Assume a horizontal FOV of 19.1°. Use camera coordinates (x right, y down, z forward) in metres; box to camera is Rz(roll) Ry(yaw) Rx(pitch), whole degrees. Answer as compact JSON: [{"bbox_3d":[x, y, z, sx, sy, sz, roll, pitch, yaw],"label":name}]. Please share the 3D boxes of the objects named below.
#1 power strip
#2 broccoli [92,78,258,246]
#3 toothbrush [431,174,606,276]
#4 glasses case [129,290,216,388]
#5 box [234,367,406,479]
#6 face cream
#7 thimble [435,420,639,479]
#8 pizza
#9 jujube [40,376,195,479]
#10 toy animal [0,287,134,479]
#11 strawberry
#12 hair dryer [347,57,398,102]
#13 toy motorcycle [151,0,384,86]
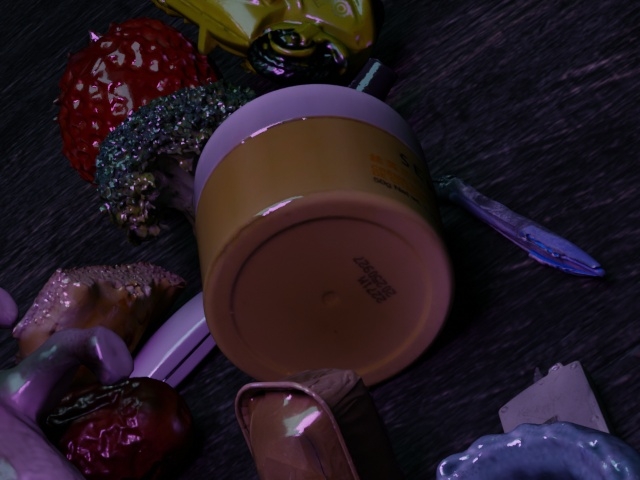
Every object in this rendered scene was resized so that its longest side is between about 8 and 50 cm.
[{"bbox_3d":[0.189,0.167,1.437,0.080,0.029,0.227,-33,32,13],"label":"power strip"},{"bbox_3d":[-0.127,-0.058,1.915,0.194,0.194,0.220,1,25,47],"label":"broccoli"},{"bbox_3d":[0.143,-0.032,1.743,0.042,0.035,0.413,-41,30,-8],"label":"toothbrush"},{"bbox_3d":[-0.142,0.107,1.856,0.164,0.041,0.063,-46,27,-11],"label":"glasses case"},{"bbox_3d":[0.001,0.181,1.494,0.111,0.177,0.111,-19,17,6],"label":"box"},{"bbox_3d":[0.000,0.000,1.673,0.218,0.218,0.179,-31,33,14],"label":"face cream"},{"bbox_3d":[0.168,0.229,1.242,0.198,0.143,0.235,-53,41,-6],"label":"thimble"},{"bbox_3d":[-0.231,0.113,1.865,0.080,0.188,0.204,45,104,21],"label":"pizza"},{"bbox_3d":[-0.201,0.186,1.753,0.176,0.112,0.109,-21,-9,21],"label":"jujube"},{"bbox_3d":[-0.275,0.244,1.625,0.303,0.194,0.344,-34,66,29],"label":"toy animal"},{"bbox_3d":[-0.169,-0.121,2.088,0.205,0.205,0.244,-46,54,-11],"label":"strawberry"},{"bbox_3d":[-0.017,-0.106,1.982,0.195,0.075,0.219,-56,23,-5],"label":"hair dryer"},{"bbox_3d":[-0.061,-0.260,2.051,0.342,0.206,0.142,37,121,39],"label":"toy motorcycle"}]
